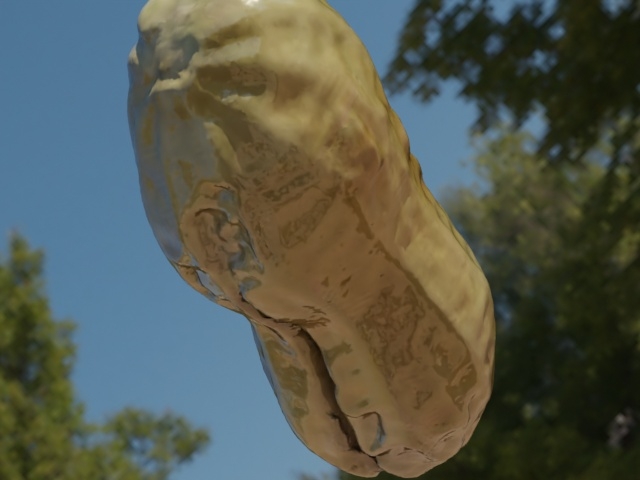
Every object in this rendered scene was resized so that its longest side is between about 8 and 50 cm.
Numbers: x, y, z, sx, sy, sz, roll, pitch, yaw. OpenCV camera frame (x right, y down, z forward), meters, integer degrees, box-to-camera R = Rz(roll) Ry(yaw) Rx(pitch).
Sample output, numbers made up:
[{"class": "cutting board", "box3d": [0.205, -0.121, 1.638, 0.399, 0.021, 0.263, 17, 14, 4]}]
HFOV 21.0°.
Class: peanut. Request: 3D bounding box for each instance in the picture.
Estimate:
[{"class": "peanut", "box3d": [0.000, 0.000, 0.830, 0.130, 0.130, 0.290, -40, -57, -12]}]
